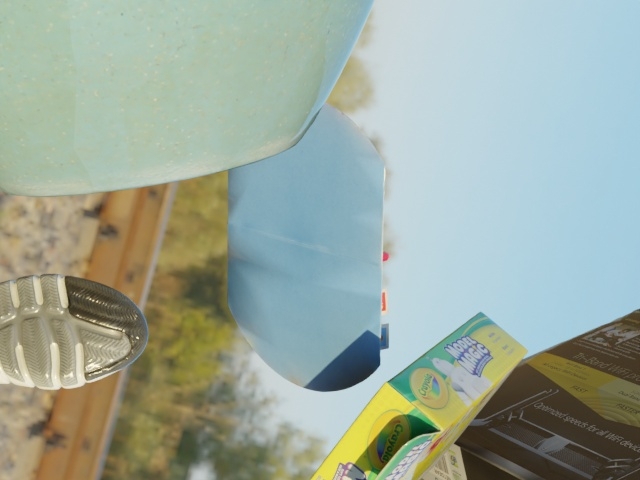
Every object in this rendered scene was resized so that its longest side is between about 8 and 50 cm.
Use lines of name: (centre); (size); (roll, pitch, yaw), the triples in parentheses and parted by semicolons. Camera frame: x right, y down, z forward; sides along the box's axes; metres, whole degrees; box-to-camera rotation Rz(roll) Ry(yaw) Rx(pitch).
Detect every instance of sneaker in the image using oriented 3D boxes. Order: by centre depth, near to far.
sneaker: (-0.239, 0.078, 1.091); (0.132, 0.229, 0.086); (66, 20, -81)

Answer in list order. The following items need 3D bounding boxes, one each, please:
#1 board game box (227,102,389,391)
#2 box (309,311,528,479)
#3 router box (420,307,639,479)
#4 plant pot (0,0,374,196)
board game box: (0.000, 0.000, 0.805); (0.133, 0.033, 0.168); (15, -71, 47)
box: (0.047, 0.108, 0.779); (0.105, 0.043, 0.179); (-55, 169, 23)
router box: (0.237, 0.151, 1.005); (0.309, 0.243, 0.081); (20, -53, 63)
plant pot: (-0.090, -0.127, 0.600); (0.290, 0.290, 0.195); (-89, 171, -78)
